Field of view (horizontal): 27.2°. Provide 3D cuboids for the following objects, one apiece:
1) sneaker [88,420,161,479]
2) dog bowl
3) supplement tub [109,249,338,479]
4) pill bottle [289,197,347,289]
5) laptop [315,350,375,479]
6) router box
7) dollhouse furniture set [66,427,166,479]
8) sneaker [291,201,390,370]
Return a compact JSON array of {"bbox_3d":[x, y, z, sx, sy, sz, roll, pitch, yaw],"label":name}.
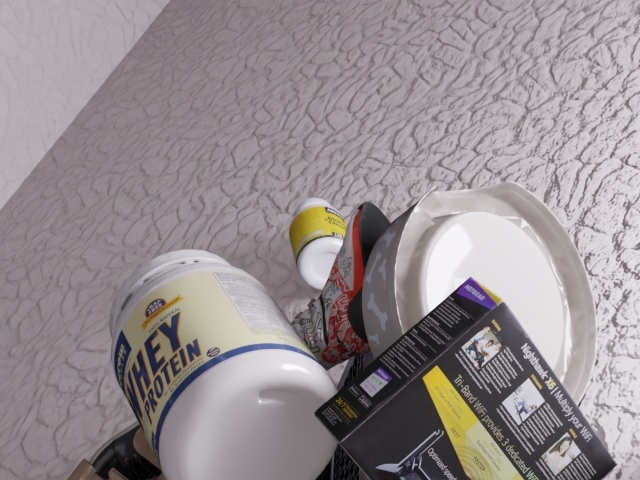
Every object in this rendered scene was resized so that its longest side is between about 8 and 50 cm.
[{"bbox_3d":[-0.287,0.354,2.131,0.222,0.083,0.118,-45,30,-15],"label":"sneaker"},{"bbox_3d":[0.202,0.091,1.715,0.102,0.349,0.349,-23,29,50],"label":"dog bowl"},{"bbox_3d":[-0.134,0.173,1.712,0.235,0.235,0.325,-39,37,-2],"label":"supplement tub"},{"bbox_3d":[0.000,0.000,2.300,0.103,0.103,0.184,-33,29,10],"label":"pill bottle"},{"bbox_3d":[-0.068,0.281,1.819,0.382,0.236,0.408,-87,15,-54],"label":"laptop"},{"bbox_3d":[0.176,0.233,1.547,0.243,0.309,0.081,-40,30,-6],"label":"router box"},{"bbox_3d":[-0.338,0.364,1.923,0.303,0.174,0.355,-52,22,-11],"label":"dollhouse furniture set"},{"bbox_3d":[0.028,0.064,1.839,0.145,0.090,0.270,-34,31,27],"label":"sneaker"}]
